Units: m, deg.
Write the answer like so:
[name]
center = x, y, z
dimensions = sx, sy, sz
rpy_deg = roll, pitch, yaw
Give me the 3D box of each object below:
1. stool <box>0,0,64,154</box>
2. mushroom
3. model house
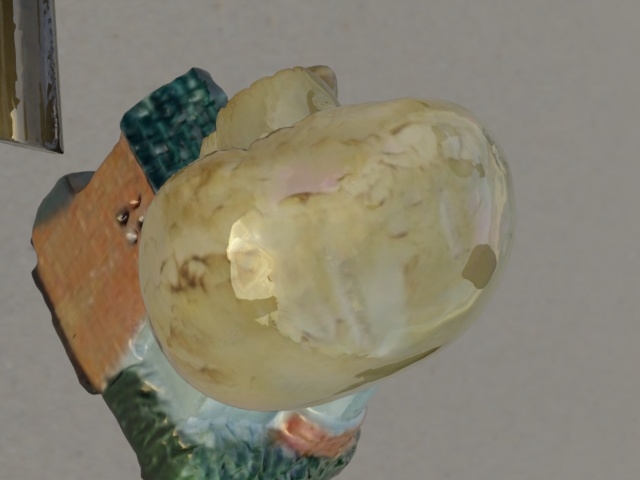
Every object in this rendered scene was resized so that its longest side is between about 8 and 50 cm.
[stool]
center = -0.263, -0.168, 1.095
dimensions = 0.272, 0.272, 0.178
rpy_deg = 15, 86, -47
[mushroom]
center = 0.000, 0.000, 0.631
dimensions = 0.148, 0.148, 0.112
rpy_deg = -9, 65, -48
[model house]
center = -0.037, 0.001, 1.155
dimensions = 0.184, 0.291, 0.253
rpy_deg = -3, 51, -37
